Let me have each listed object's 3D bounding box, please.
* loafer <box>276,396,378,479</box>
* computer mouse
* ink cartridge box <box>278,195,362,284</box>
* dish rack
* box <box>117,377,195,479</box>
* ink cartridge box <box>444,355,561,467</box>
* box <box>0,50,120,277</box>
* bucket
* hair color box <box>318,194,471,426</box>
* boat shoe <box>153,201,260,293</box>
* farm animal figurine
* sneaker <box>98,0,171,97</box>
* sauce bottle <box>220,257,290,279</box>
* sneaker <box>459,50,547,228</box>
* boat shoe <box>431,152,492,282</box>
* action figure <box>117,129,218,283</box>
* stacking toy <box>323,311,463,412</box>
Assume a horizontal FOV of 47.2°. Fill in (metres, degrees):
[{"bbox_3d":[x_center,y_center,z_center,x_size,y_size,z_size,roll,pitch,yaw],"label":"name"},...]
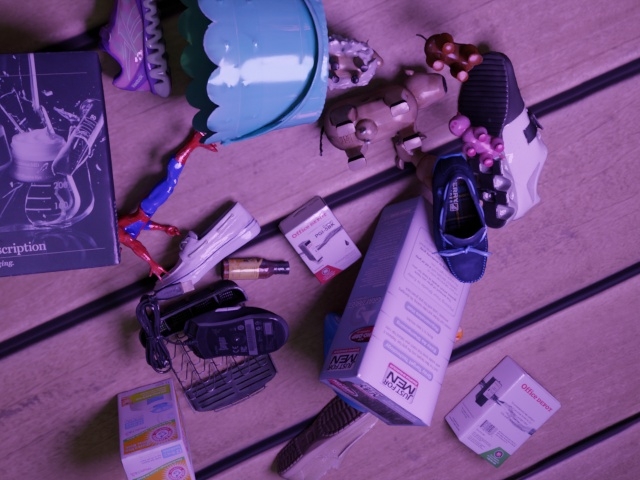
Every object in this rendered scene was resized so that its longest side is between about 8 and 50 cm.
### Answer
[{"bbox_3d":[0.027,0.420,1.548,0.268,0.102,0.092,-39,119,13],"label":"loafer"},{"bbox_3d":[-0.194,0.133,1.299,0.262,0.060,0.184,-11,123,-1],"label":"computer mouse"},{"bbox_3d":[0.000,0.000,1.381,0.099,0.056,0.135,-36,118,2],"label":"ink cartridge box"},{"bbox_3d":[-0.202,0.217,1.405,0.208,0.074,0.271,-24,117,-5],"label":"dish rack"},{"bbox_3d":[-0.308,0.366,1.362,0.114,0.203,0.103,-15,115,-10],"label":"box"},{"bbox_3d":[0.410,0.385,1.646,0.208,0.087,0.153,-46,116,6],"label":"ink cartridge box"},{"bbox_3d":[-0.486,-0.106,1.083,0.343,0.179,0.312,-6,95,-14],"label":"box"},{"bbox_3d":[-0.108,-0.290,1.119,0.183,0.281,0.281,-9,114,-16],"label":"bucket"},{"bbox_3d":[0.155,0.126,1.335,0.185,0.114,0.374,38,58,-26],"label":"hair color box"},{"bbox_3d":[-0.218,0.015,1.322,0.226,0.083,0.076,-38,106,-11],"label":"boat shoe"},{"bbox_3d":[0.152,-0.212,1.288,0.327,0.172,0.330,-5,122,-1],"label":"farm animal figurine"},{"bbox_3d":[-0.298,-0.335,1.138,0.105,0.095,0.236,-7,115,-5],"label":"sneaker"},{"bbox_3d":[-0.122,0.053,1.378,0.128,0.042,0.042,-1,112,-18],"label":"sauce bottle"},{"bbox_3d":[0.356,-0.199,1.383,0.146,0.122,0.330,-22,117,-27],"label":"sneaker"},{"bbox_3d":[0.233,-0.021,1.256,0.109,0.089,0.258,-18,122,9],"label":"boat shoe"},{"bbox_3d":[-0.260,-0.045,1.264,0.280,0.091,0.139,-45,106,5],"label":"action figure"},{"bbox_3d":[0.165,0.210,1.480,0.302,0.175,0.165,-11,114,-24],"label":"stacking toy"}]
